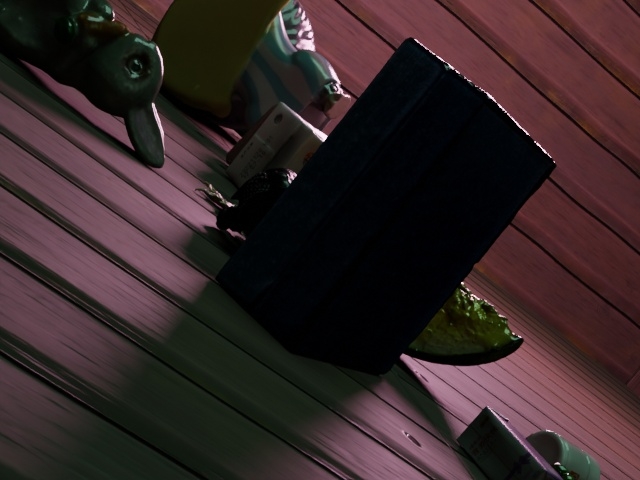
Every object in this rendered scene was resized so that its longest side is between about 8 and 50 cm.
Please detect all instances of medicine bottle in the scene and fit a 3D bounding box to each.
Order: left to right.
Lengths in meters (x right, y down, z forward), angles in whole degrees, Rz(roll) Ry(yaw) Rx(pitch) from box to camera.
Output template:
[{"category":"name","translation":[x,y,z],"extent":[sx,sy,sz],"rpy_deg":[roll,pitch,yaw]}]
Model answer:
[{"category":"medicine bottle","translation":[0.264,0.248,1.660],"extent":[0.089,0.057,0.057],"rpy_deg":[33,9,-45]}]

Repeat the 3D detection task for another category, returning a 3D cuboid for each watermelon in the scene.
[{"category":"watermelon","translation":[0.093,0.052,1.726],"extent":[0.301,0.129,0.123],"rpy_deg":[48,11,25]}]

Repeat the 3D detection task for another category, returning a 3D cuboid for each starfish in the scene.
[{"category":"starfish","translation":[-0.105,-0.038,1.735],"extent":[0.086,0.016,0.092],"rpy_deg":[38,1,-1]}]

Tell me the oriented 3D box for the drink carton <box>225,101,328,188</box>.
[{"category":"drink carton","translation":[0.021,-0.057,2.100],"extent":[0.315,0.130,0.106],"rpy_deg":[32,8,-43]}]

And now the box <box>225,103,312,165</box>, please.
[{"category":"box","translation":[-0.065,-0.122,2.133],"extent":[0.089,0.122,0.062],"rpy_deg":[37,18,-27]}]

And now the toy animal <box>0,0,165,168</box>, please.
[{"category":"toy animal","translation":[-0.238,-0.194,1.636],"extent":[0.251,0.125,0.127],"rpy_deg":[44,34,-9]}]

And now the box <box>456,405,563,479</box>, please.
[{"category":"box","translation":[0.184,0.214,1.461],"extent":[0.036,0.050,0.117],"rpy_deg":[37,8,-36]}]

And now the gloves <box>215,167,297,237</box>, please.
[{"category":"gloves","translation":[-0.035,-0.020,1.594],"extent":[0.129,0.106,0.181],"rpy_deg":[37,10,-7]}]

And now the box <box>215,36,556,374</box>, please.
[{"category":"box","translation":[0.070,-0.022,1.416],"extent":[0.116,0.279,0.261],"rpy_deg":[42,6,24]}]

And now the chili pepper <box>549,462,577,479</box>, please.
[{"category":"chili pepper","translation":[0.273,0.282,1.506],"extent":[0.182,0.050,0.073],"rpy_deg":[40,-2,-22]}]

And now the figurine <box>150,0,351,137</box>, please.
[{"category":"figurine","translation":[-0.069,-0.261,2.480],"extent":[0.361,0.266,0.377],"rpy_deg":[48,9,21]}]
